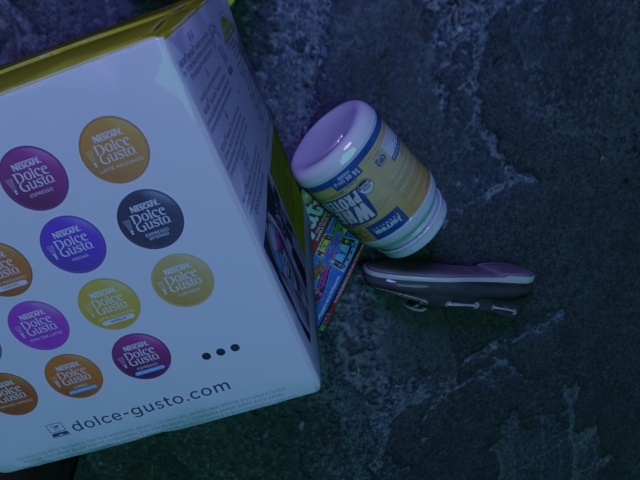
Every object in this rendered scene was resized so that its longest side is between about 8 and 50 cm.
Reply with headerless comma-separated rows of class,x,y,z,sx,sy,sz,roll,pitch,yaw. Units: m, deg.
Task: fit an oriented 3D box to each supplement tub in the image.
supplement tub,0.071,-0.081,0.857,0.144,0.144,0.199,-48,117,2

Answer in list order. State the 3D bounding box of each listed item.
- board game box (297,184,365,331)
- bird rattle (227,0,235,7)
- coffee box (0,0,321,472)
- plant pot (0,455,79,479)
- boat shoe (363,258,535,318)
board game box,0.000,0.000,0.958,0.145,0.027,0.281,20,101,-24
bird rattle,-0.164,-0.392,0.701,0.206,0.143,0.254,-17,112,5
coffee box,-0.212,-0.032,0.638,0.337,0.338,0.335,-17,117,8
plant pot,-0.438,0.350,0.813,0.215,0.230,0.216,-7,112,-17
boat shoe,0.221,0.090,1.025,0.335,0.112,0.096,3,104,-25
